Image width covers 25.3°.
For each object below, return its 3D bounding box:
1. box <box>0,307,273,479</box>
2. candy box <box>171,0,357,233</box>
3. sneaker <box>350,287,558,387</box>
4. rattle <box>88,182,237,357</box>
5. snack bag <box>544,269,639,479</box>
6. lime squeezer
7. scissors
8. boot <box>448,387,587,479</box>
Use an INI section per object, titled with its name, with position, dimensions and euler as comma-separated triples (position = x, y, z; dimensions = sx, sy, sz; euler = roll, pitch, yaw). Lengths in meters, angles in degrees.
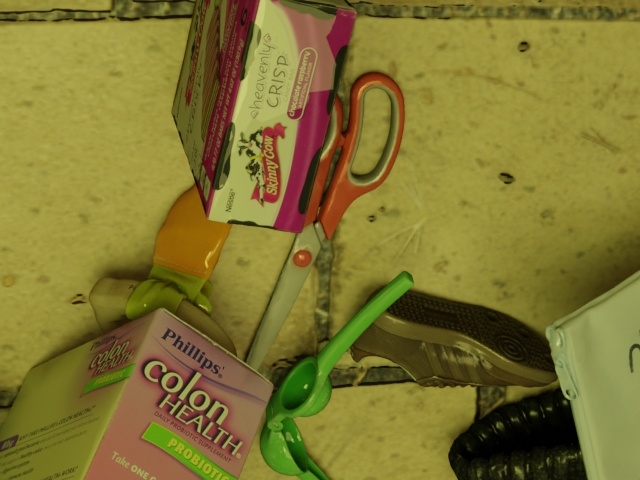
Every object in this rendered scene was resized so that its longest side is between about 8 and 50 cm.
[box]
position = -0.175, 0.203, 1.085
dimensions = 0.117, 0.243, 0.214
euler = 36, 143, -23
[candy box]
position = -0.048, -0.123, 1.018
dimensions = 0.071, 0.233, 0.159
euler = 9, 110, -15
[sneaker]
position = 0.115, 0.097, 1.250
dimensions = 0.188, 0.066, 0.071
euler = 20, 124, -13
[rattle]
position = -0.098, 0.069, 1.204
dimensions = 0.130, 0.142, 0.199
euler = -11, 137, 28
[snack bag]
position = 0.345, 0.130, 1.249
dimensions = 0.343, 0.037, 0.323
euler = -31, 120, -25
[lime squeezer]
position = 0.005, 0.153, 1.226
dimensions = 0.110, 0.059, 0.310
euler = 12, 125, 6
[scissors]
position = 0.000, 0.000, 1.198
dimensions = 0.109, 0.021, 0.297
euler = 4, 111, -15
[boot]
position = 0.162, 0.303, 1.292
dimensions = 0.348, 0.131, 0.260
euler = -33, 122, -13
